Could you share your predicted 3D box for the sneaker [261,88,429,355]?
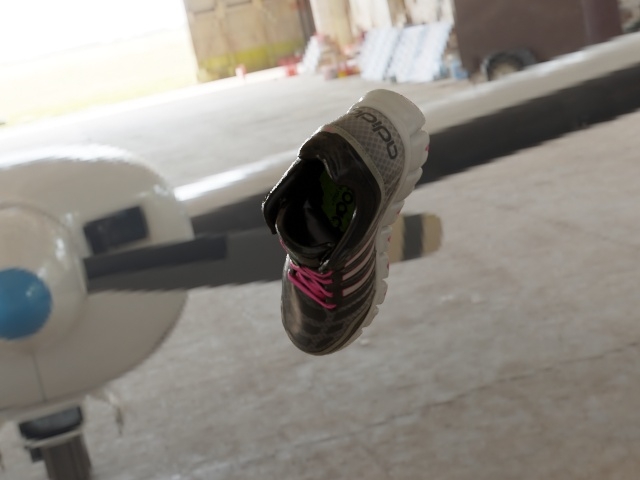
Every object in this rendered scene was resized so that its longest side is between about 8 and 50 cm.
[{"bbox_3d":[0.000,0.000,0.651,0.063,0.170,0.075,40,42,25],"label":"sneaker"}]
